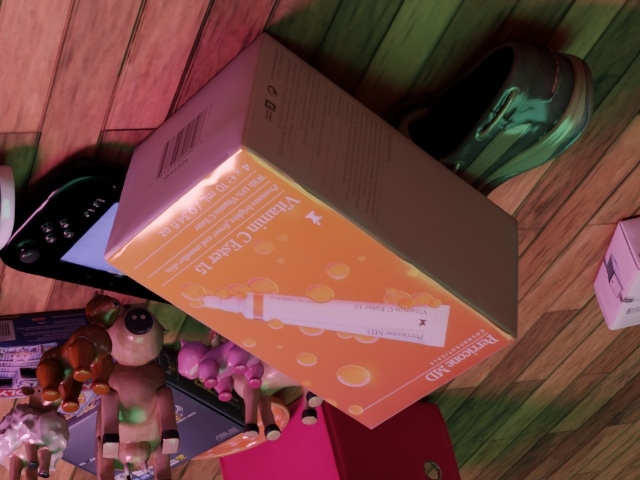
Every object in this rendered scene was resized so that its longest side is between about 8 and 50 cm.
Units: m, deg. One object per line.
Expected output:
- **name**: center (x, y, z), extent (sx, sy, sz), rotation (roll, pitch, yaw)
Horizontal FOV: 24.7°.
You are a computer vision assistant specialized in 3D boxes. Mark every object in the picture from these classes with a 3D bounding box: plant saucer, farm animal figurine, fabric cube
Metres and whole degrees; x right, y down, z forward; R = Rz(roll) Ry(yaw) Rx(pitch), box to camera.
- **plant saucer**: center (-0.145, 0.264, 2.136), extent (0.200, 0.037, 0.200), rotation (-12, 152, -7)
- **farm animal figurine**: center (-0.186, 0.166, 1.691), extent (0.330, 0.172, 0.326), rotation (12, 132, -24)
- **fabric cube**: center (0.040, 0.397, 2.251), extent (0.258, 0.254, 0.259), rotation (13, 142, -41)

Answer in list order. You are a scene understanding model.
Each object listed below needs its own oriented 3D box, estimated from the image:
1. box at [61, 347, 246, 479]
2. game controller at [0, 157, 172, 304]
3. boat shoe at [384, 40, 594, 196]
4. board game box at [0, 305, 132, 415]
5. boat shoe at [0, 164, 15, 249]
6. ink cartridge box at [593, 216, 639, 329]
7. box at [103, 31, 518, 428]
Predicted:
- **box**: center (-0.241, 0.246, 1.987), extent (0.233, 0.059, 0.183), rotation (-30, 135, 25)
- **game controller**: center (-0.187, -0.003, 1.580), extent (0.166, 0.067, 0.319), rotation (-34, 148, 32)
- **boat shoe**: center (0.119, -0.096, 1.532), extent (0.130, 0.132, 0.355), rotation (28, 125, -33)
- **board game box**: center (-0.339, 0.158, 1.809), extent (0.194, 0.060, 0.194), rotation (-5, 150, -21)
- **boat shoe**: center (-0.363, -0.014, 1.466), extent (0.083, 0.065, 0.183), rotation (1, 149, -28)
- **ink cartridge box**: center (0.462, 0.037, 1.981), extent (0.140, 0.082, 0.190), rotation (-12, 151, -8)
- **box**: center (0.000, 0.000, 1.432), extent (0.345, 0.168, 0.215), rotation (34, 129, -24)
